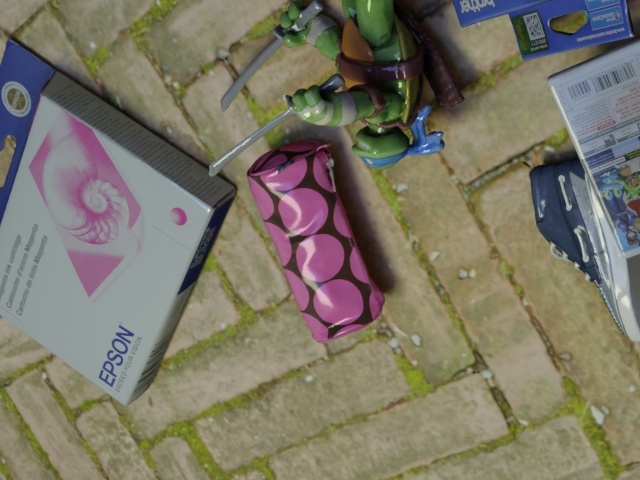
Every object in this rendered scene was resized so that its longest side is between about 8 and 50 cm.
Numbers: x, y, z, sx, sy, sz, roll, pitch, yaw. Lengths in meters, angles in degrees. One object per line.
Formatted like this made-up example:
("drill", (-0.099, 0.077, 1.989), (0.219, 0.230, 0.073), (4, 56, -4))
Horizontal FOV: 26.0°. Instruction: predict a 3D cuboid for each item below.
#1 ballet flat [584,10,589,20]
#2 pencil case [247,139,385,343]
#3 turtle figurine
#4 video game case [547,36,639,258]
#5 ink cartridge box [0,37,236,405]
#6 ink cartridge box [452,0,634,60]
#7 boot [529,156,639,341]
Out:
("ballet flat", (0.229, -0.299, 1.192), (0.086, 0.086, 0.248), (-17, 104, 34))
("pencil case", (0.000, 0.000, 1.458), (0.098, 0.095, 0.209), (-18, 107, 13))
("turtle figurine", (-0.007, -0.193, 1.299), (0.274, 0.198, 0.266), (12, 115, 19))
("video game case", (0.329, -0.101, 1.231), (0.201, 0.023, 0.183), (-22, 102, 16))
("ink cartridge box", (-0.295, -0.015, 1.624), (0.330, 0.071, 0.324), (33, 125, 10))
("ink cartridge box", (0.149, -0.300, 1.175), (0.186, 0.065, 0.311), (1, 116, 67))
("boot", (0.264, 0.009, 1.336), (0.086, 0.069, 0.190), (-8, 101, 39))
